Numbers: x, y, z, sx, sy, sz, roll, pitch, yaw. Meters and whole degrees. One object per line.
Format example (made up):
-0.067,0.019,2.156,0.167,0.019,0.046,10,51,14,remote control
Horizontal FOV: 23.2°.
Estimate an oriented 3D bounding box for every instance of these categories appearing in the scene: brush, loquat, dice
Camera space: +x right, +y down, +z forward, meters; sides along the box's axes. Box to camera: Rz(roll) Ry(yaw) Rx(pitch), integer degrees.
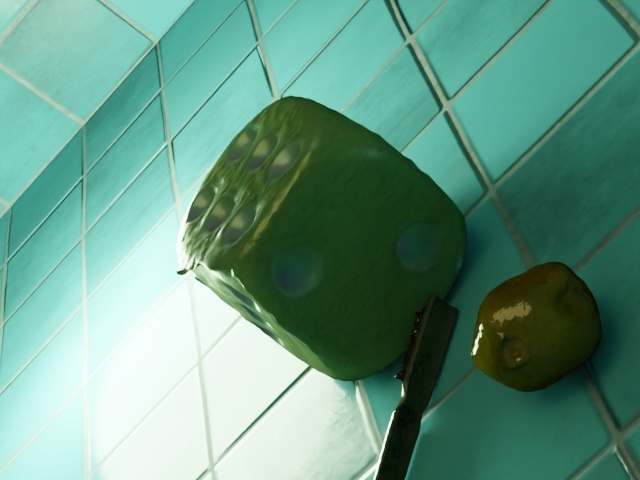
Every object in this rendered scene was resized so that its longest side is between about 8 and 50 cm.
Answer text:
0.097,0.169,1.672,0.036,0.043,0.248,-33,31,51,brush
0.209,0.081,1.509,0.137,0.113,0.137,-49,2,3,loquat
0.000,0.000,1.813,0.254,0.250,0.252,-56,24,-6,dice
